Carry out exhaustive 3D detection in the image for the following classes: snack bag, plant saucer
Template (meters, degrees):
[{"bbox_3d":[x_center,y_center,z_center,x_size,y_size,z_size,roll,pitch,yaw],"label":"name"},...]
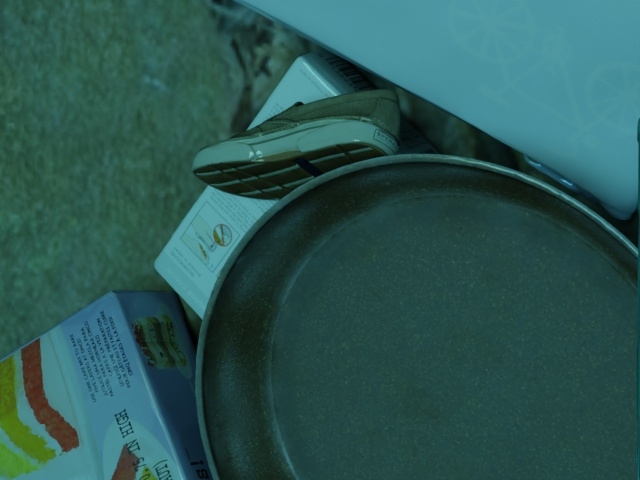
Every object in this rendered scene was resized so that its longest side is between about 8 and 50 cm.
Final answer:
[{"bbox_3d":[0.071,-0.188,0.788,0.323,0.037,0.343,29,137,5],"label":"snack bag"},{"bbox_3d":[0.076,0.099,0.908,0.310,0.050,0.311,8,109,24],"label":"plant saucer"}]

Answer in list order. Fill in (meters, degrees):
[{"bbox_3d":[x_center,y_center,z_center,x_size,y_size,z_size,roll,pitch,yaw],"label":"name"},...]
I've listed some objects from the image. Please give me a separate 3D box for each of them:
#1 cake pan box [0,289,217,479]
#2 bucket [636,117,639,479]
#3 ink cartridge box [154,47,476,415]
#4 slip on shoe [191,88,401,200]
[{"bbox_3d":[-0.154,0.200,1.034,0.245,0.070,0.267,-30,73,28],"label":"cake pan box"},{"bbox_3d":[0.264,0.025,0.708,0.281,0.281,0.183,-8,77,27],"label":"bucket"},{"bbox_3d":[0.000,0.000,0.974,0.145,0.045,0.179,46,123,13],"label":"ink cartridge box"},{"bbox_3d":[-0.013,-0.055,0.920,0.135,0.051,0.041,-11,57,40],"label":"slip on shoe"}]
